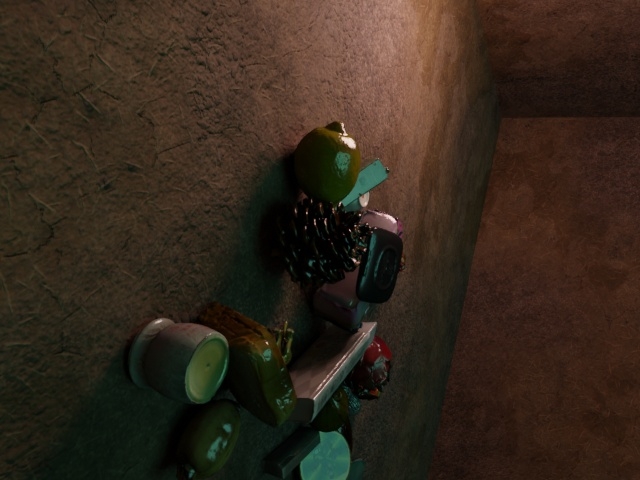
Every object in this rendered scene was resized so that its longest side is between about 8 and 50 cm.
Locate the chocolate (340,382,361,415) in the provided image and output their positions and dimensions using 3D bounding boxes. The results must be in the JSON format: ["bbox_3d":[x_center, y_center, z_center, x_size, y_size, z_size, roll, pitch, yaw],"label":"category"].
[{"bbox_3d":[0.083,0.534,1.717,0.167,0.072,0.072,57,45,-21],"label":"chocolate"}]

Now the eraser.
[{"bbox_3d":[0.006,0.368,1.448,0.397,0.213,0.082,-36,112,-52],"label":"eraser"}]

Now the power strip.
[{"bbox_3d":[0.082,-0.153,1.476,0.272,0.052,0.078,-35,111,-14],"label":"power strip"}]

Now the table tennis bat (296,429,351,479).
[{"bbox_3d":[0.025,0.764,1.604,0.199,0.050,0.320,-11,86,-33],"label":"table tennis bat"}]

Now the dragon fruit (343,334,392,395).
[{"bbox_3d":[0.152,0.413,1.695,0.193,0.192,0.274,-41,105,-2],"label":"dragon fruit"}]

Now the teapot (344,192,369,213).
[{"bbox_3d":[0.087,-0.153,1.571,0.159,0.116,0.245,-50,133,-27],"label":"teapot"}]

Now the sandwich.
[{"bbox_3d":[-0.161,0.278,1.101,0.087,0.226,0.251,-38,128,-34],"label":"sandwich"}]

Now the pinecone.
[{"bbox_3d":[-0.003,0.012,1.293,0.243,0.257,0.243,14,90,-76],"label":"pinecone"}]

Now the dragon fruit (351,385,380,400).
[{"bbox_3d":[0.158,0.544,1.855,0.175,0.139,0.142,-77,-178,-54],"label":"dragon fruit"}]

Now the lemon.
[{"bbox_3d":[0.016,-0.198,1.347,0.184,0.184,0.248,-26,127,-56],"label":"lemon"}]

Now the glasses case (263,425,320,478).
[{"bbox_3d":[-0.082,0.621,1.475,0.205,0.071,0.047,-16,107,-58],"label":"glasses case"}]

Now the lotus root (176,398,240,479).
[{"bbox_3d":[-0.249,0.441,1.082,0.220,0.118,0.125,-56,142,-39],"label":"lotus root"}]

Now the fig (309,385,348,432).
[{"bbox_3d":[0.010,0.476,1.486,0.259,0.152,0.151,81,29,-58],"label":"fig"}]

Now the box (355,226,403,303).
[{"bbox_3d":[0.167,0.074,1.405,0.201,0.042,0.212,13,91,-55],"label":"box"}]

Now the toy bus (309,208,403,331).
[{"bbox_3d":[0.129,0.072,1.532,0.386,0.171,0.162,-59,171,-24],"label":"toy bus"}]

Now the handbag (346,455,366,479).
[{"bbox_3d":[0.048,0.896,1.752,0.269,0.100,0.274,32,70,-62],"label":"handbag"}]

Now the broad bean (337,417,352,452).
[{"bbox_3d":[0.064,0.668,1.731,0.114,0.085,0.165,-51,135,-70],"label":"broad bean"}]

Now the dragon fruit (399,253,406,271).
[{"bbox_3d":[0.271,0.071,1.927,0.142,0.121,0.130,-49,150,-81],"label":"dragon fruit"}]

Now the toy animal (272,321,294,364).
[{"bbox_3d":[-0.120,0.319,1.352,0.181,0.073,0.136,-54,150,-60],"label":"toy animal"}]

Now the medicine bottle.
[{"bbox_3d":[-0.272,0.231,0.968,0.147,0.143,0.147,-35,130,-58],"label":"medicine bottle"}]
